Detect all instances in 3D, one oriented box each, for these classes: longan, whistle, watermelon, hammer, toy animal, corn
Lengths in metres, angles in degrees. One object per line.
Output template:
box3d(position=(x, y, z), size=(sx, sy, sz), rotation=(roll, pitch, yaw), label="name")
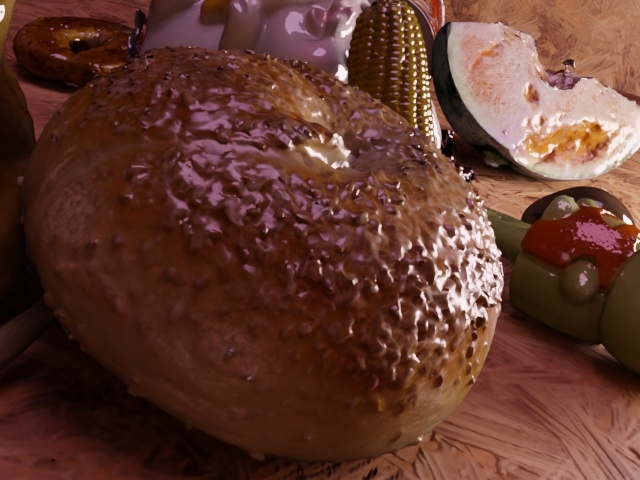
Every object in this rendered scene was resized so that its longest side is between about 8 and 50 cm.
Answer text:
box3d(position=(0.245, -0.008, 0.819), size=(0.113, 0.092, 0.113), rotation=(18, -11, 4), label="longan")
box3d(position=(0.227, 0.029, 0.708), size=(0.131, 0.106, 0.288), rotation=(1, 25, -48), label="whistle")
box3d(position=(0.265, -0.161, 1.184), size=(0.322, 0.175, 0.188), rotation=(31, -16, -7), label="watermelon")
box3d(position=(-0.179, 0.076, 0.421), size=(0.062, 0.013, 0.199), rotation=(54, 28, -9), label="hammer")
box3d(position=(-0.037, -0.161, 0.850), size=(0.310, 0.247, 0.183), rotation=(3, 36, 11), label="toy animal")
box3d(position=(0.061, -0.087, 0.735), size=(0.080, 0.231, 0.080), rotation=(-4, -3, 0), label="corn")

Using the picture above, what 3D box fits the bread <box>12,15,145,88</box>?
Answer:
box3d(position=(-0.284, -0.226, 1.059), size=(0.193, 0.064, 0.193), rotation=(11, 28, -6), label="bread")

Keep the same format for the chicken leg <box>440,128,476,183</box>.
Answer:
box3d(position=(0.072, -0.117, 0.987), size=(0.234, 0.105, 0.063), rotation=(20, 62, 6), label="chicken leg")

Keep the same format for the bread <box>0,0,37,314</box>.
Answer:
box3d(position=(-0.274, -0.098, 0.506), size=(0.239, 0.252, 0.196), rotation=(10, 26, -1), label="bread")

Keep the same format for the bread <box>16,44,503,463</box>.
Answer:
box3d(position=(-0.017, -0.009, 0.511), size=(0.305, 0.159, 0.305), rotation=(27, 29, -16), label="bread")

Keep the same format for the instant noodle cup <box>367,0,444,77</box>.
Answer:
box3d(position=(0.074, -0.312, 1.291), size=(0.250, 0.250, 0.192), rotation=(13, 30, -7), label="instant noodle cup")
